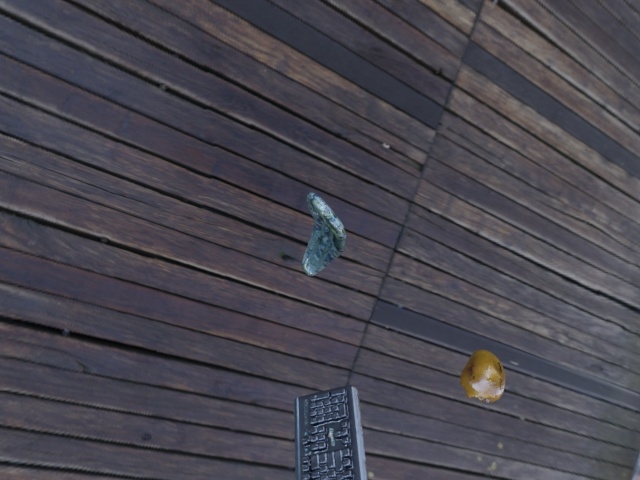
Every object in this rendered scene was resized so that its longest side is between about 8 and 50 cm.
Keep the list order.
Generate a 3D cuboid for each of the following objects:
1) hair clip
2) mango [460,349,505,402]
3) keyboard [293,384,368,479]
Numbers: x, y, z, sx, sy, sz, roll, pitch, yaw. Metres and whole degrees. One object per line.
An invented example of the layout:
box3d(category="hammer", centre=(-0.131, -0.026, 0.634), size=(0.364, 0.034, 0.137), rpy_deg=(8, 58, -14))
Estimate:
box3d(category="hair clip", centre=(0.002, -0.002, 0.698), size=(0.036, 0.229, 0.066), rpy_deg=(-42, 79, -18))
box3d(category="mango", centre=(0.297, 0.242, 1.007), size=(0.077, 0.127, 0.063), rpy_deg=(35, 120, 2))
box3d(category="keyboard", centre=(0.010, 0.280, 0.634), size=(0.093, 0.230, 0.025), rpy_deg=(-19, 138, 16))
